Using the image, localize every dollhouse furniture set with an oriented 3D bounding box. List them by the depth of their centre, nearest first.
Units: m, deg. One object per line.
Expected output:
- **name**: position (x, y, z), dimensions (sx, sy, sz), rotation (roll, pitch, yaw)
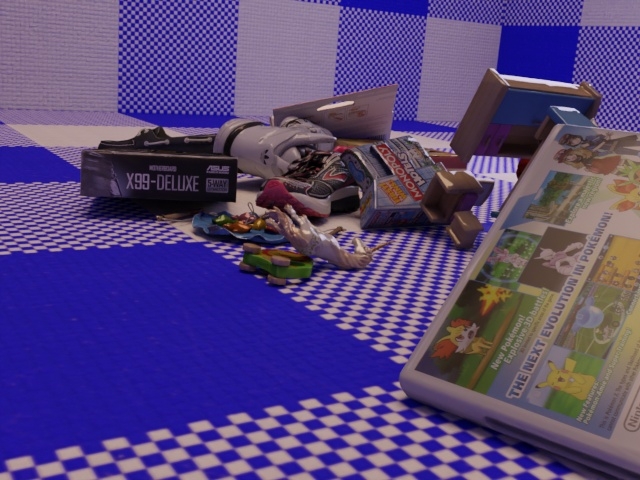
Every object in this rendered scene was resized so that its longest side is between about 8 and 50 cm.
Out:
- **dollhouse furniture set**: position (0.340, -0.060, 1.095), dimensions (0.198, 0.286, 0.303), rotation (0, 42, -27)

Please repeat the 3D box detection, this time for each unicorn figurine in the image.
- **unicorn figurine**: position (0.000, 0.000, 0.992), dimensions (0.111, 0.060, 0.162), rotation (37, 25, 32)

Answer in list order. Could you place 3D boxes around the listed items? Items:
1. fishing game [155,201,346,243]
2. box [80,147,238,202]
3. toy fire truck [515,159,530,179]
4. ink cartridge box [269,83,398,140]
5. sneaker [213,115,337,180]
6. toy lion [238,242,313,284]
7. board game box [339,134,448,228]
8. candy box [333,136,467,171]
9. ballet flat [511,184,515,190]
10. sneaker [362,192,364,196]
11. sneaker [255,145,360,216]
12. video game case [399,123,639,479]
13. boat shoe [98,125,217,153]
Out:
- **fishing game**: position (-0.107, -0.032, 1.158), dimensions (0.264, 0.041, 0.189), rotation (9, 12, 20)
- **box**: position (-0.273, -0.118, 1.318), dimensions (0.242, 0.076, 0.307), rotation (2, 7, -9)
- **toy fire truck**: position (0.442, -0.118, 1.322), dimensions (0.217, 0.158, 0.246), rotation (25, -8, 29)
- **ink cartridge box**: position (0.027, -0.295, 1.806), dimensions (0.296, 0.066, 0.261), rotation (-12, -23, -6)
- **sneaker**: position (-0.036, -0.177, 1.600), dimensions (0.210, 0.137, 0.366), rotation (22, 18, 32)
- **toy lion**: position (-0.046, 0.028, 0.954), dimensions (0.096, 0.034, 0.100), rotation (3, 12, -40)
- **board game box**: position (0.127, -0.096, 1.289), dimensions (0.194, 0.060, 0.194), rotation (-17, 64, -35)
- **candy box**: position (0.162, -0.177, 1.736), dimensions (0.183, 0.087, 0.316), rotation (-3, 15, -32)
- **ballet flat**: position (0.361, -0.047, 1.318), dimensions (0.077, 0.077, 0.231), rotation (-26, 18, -2)
- **sneaker**: position (0.126, -0.072, 1.372), dimensions (0.070, 0.051, 0.134), rotation (-4, 22, -19)
- **sneaker**: position (-0.018, -0.105, 1.314), dimensions (0.121, 0.112, 0.299), rotation (9, 12, 22)
- **video game case**: position (0.268, 0.036, 0.604), dimensions (0.300, 0.036, 0.329), rotation (15, 55, 37)
- **boat shoe**: position (-0.362, -0.215, 1.720), dimensions (0.302, 0.091, 0.114), rotation (6, 13, 5)
